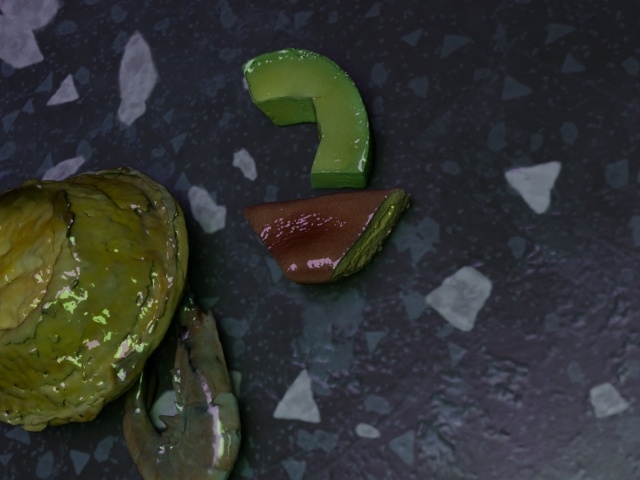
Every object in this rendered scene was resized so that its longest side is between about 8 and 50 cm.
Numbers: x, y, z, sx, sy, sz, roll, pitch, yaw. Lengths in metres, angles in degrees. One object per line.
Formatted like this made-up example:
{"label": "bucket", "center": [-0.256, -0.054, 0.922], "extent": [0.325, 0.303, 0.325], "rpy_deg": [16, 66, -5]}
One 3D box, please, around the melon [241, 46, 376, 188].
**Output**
{"label": "melon", "center": [-0.003, -0.142, 1.195], "extent": [0.118, 0.064, 0.209], "rpy_deg": [-29, 63, 9]}

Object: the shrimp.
{"label": "shrimp", "center": [-0.161, 0.168, 1.137], "extent": [0.145, 0.059, 0.254], "rpy_deg": [-29, 63, 19]}

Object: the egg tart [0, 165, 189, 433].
{"label": "egg tart", "center": [-0.314, 0.050, 1.176], "extent": [0.345, 0.132, 0.345], "rpy_deg": [-16, 60, 31]}

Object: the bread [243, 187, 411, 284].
{"label": "bread", "center": [0.000, 0.000, 1.128], "extent": [0.193, 0.067, 0.119], "rpy_deg": [-3, 60, 21]}
